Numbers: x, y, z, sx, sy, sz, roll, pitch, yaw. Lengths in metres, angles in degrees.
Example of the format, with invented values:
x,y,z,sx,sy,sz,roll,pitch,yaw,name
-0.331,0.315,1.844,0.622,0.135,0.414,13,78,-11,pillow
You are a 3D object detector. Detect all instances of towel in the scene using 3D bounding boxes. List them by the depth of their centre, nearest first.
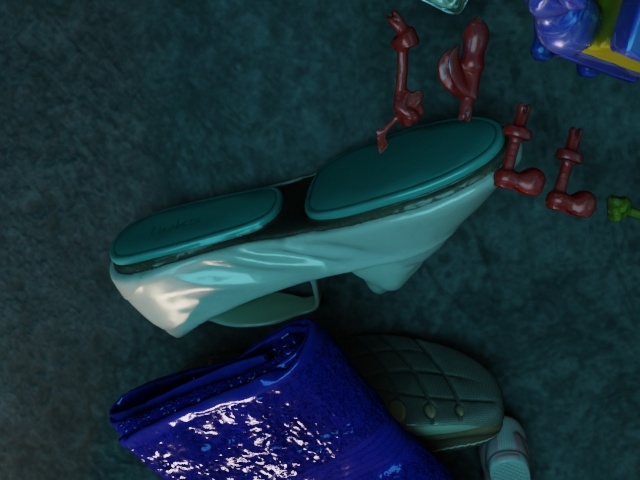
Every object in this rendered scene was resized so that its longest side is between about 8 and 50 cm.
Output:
x,y,z,sx,sy,sz,roll,pitch,yaw,name
-0.011,0.217,0.840,0.227,0.076,0.308,-25,121,29,towel

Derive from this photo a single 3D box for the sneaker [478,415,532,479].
x,y,z,sx,sy,sz,roll,pitch,yaw,name
0.179,0.221,0.932,0.050,0.070,0.134,-7,133,5,sneaker

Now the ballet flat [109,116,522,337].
x,y,z,sx,sy,sz,roll,pitch,yaw,name
0.000,0.000,0.878,0.400,0.139,0.139,-16,101,20,ballet flat

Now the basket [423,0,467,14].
x,y,z,sx,sy,sz,roll,pitch,yaw,name
0.098,-0.278,0.781,0.113,0.103,0.167,26,108,3,basket

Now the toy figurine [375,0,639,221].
x,y,z,sx,sy,sz,roll,pitch,yaw,name
0.241,-0.105,0.668,0.362,0.217,0.191,17,90,-18,toy figurine

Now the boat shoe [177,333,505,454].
x,y,z,sx,sy,sz,roll,pitch,yaw,name
0.014,0.170,0.923,0.324,0.123,0.117,-3,127,16,boat shoe
